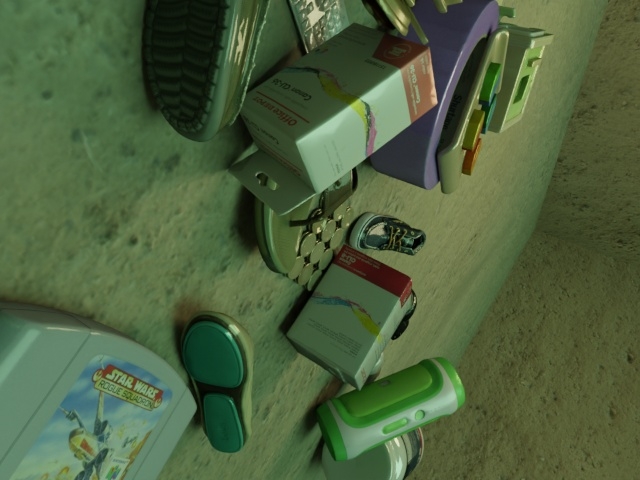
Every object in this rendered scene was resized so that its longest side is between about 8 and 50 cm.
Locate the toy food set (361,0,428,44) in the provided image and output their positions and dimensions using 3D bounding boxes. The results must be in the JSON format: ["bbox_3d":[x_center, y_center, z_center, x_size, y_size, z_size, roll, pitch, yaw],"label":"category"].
[{"bbox_3d":[0.039,-0.245,0.466,0.038,0.132,0.192,-30,170,25],"label":"toy food set"}]

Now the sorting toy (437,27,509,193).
[{"bbox_3d":[0.242,-0.186,0.773,0.208,0.038,0.193,-65,161,-5],"label":"sorting toy"}]

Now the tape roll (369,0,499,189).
[{"bbox_3d":[0.171,-0.219,0.742,0.275,0.090,0.275,-54,158,-34],"label":"tape roll"}]

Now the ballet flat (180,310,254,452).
[{"bbox_3d":[-0.117,0.159,0.608,0.086,0.086,0.249,-37,144,-43],"label":"ballet flat"}]

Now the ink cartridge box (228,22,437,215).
[{"bbox_3d":[0.000,-0.124,0.484,0.198,0.115,0.067,-39,138,-13],"label":"ink cartridge box"}]

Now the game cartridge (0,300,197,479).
[{"bbox_3d":[-0.216,0.175,0.428,0.198,0.062,0.297,-57,155,-20],"label":"game cartridge"}]

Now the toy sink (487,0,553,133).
[{"bbox_3d":[0.341,-0.341,0.936,0.152,0.131,0.234,-32,138,-49],"label":"toy sink"}]

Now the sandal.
[{"bbox_3d":[0.010,-0.100,0.585,0.303,0.086,0.120,-64,158,-6],"label":"sandal"}]

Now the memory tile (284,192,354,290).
[{"bbox_3d":[0.000,0.000,0.741,0.148,0.012,0.113,-61,153,-5],"label":"memory tile"}]

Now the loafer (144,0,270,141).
[{"bbox_3d":[-0.062,-0.196,0.368,0.087,0.094,0.251,-12,123,-53],"label":"loafer"}]

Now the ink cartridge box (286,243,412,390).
[{"bbox_3d":[0.050,0.127,0.799,0.176,0.127,0.128,-56,160,-18],"label":"ink cartridge box"}]

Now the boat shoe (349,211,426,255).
[{"bbox_3d":[0.125,-0.009,0.880,0.183,0.083,0.065,-12,122,-58],"label":"boat shoe"}]

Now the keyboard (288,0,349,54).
[{"bbox_3d":[-0.019,-0.281,0.466,0.072,0.014,0.256,-56,152,-18],"label":"keyboard"}]

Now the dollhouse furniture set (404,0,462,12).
[{"bbox_3d":[0.107,-0.299,0.540,0.182,0.101,0.161,13,79,-63],"label":"dollhouse furniture set"}]

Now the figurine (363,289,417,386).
[{"bbox_3d":[0.132,0.217,1.092,0.215,0.092,0.209,-55,156,-17],"label":"figurine"}]

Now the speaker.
[{"bbox_3d":[0.146,0.347,1.039,0.296,0.131,0.131,-19,137,-13],"label":"speaker"}]

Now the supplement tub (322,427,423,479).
[{"bbox_3d":[0.133,0.511,1.217,0.272,0.191,0.191,21,94,-63],"label":"supplement tub"}]
